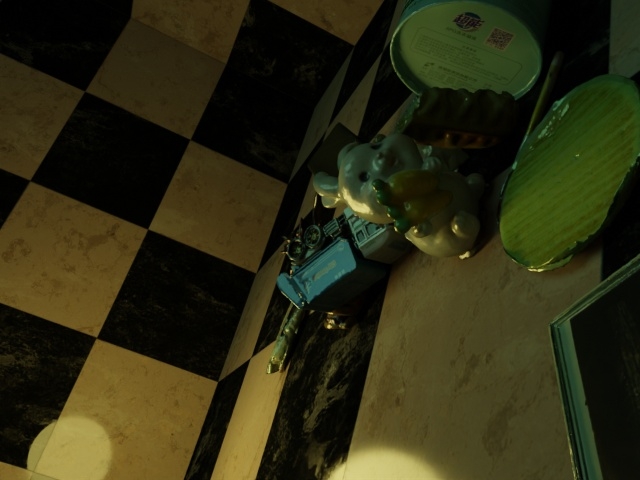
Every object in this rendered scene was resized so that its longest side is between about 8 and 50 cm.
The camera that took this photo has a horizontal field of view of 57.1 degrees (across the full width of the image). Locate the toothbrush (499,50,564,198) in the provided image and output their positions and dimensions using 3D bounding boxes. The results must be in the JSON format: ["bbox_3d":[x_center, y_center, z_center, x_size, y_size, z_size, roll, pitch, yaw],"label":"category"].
[{"bbox_3d":[0.374,-0.203,1.029,0.024,0.021,0.288,12,79,66],"label":"toothbrush"}]

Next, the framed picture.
[{"bbox_3d":[0.328,0.142,0.601,0.231,0.018,0.293,-55,17,42],"label":"framed picture"}]

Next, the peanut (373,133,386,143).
[{"bbox_3d":[0.183,-0.292,1.909,0.054,0.054,0.113,-144,75,-77],"label":"peanut"}]

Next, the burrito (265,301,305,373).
[{"bbox_3d":[-0.108,0.312,1.987,0.096,0.066,0.309,173,121,-81],"label":"burrito"}]

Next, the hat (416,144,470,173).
[{"bbox_3d":[0.226,-0.135,1.303,0.173,0.144,0.166,-46,4,-18],"label":"hat"}]

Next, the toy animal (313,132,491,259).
[{"bbox_3d":[0.150,-0.091,1.091,0.247,0.310,0.183,165,125,-81],"label":"toy animal"}]

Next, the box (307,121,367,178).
[{"bbox_3d":[0.088,-0.220,1.792,0.184,0.143,0.273,-54,27,13],"label":"box"}]

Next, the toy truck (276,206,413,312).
[{"bbox_3d":[0.057,0.032,1.416,0.367,0.146,0.175,-40,57,30],"label":"toy truck"}]

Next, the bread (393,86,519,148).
[{"bbox_3d":[0.260,-0.220,1.091,0.128,0.232,0.088,110,153,-53],"label":"bread"}]

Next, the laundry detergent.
[{"bbox_3d":[0.310,-0.465,1.160,0.287,0.287,0.305,-40,29,63],"label":"laundry detergent"}]

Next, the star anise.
[{"bbox_3d":[-0.005,-0.005,1.799,0.148,0.237,0.346,23,-117,-63],"label":"star anise"}]

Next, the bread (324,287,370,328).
[{"bbox_3d":[0.072,0.134,1.531,0.225,0.081,0.134,-66,14,-2],"label":"bread"}]

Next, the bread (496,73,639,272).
[{"bbox_3d":[0.358,-0.093,0.844,0.301,0.045,0.301,-159,90,-79],"label":"bread"}]
